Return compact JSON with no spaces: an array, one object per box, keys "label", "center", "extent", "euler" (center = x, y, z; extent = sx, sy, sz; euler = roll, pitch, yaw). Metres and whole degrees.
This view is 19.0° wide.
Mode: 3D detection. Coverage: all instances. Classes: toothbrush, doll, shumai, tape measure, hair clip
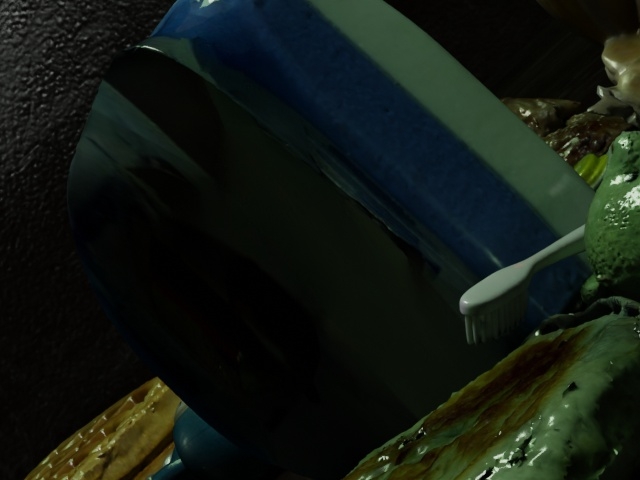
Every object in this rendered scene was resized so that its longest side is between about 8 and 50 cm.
[{"label":"toothbrush","center":[0.157,-0.014,0.947],"extent":[0.020,0.025,0.286],"euler":[14,31,39]},{"label":"doll","center":[-0.070,0.145,1.396],"extent":[0.114,0.085,0.152],"euler":[-23,-17,-26]},{"label":"doll","center":[0.178,-0.029,0.887],"extent":[0.150,0.077,0.115],"euler":[-34,-8,-24]},{"label":"shumai","center":[0.170,-0.071,1.422],"extent":[0.123,0.105,0.139],"euler":[-38,29,5]},{"label":"tape measure","center":[0.002,-0.002,1.017],"extent":[0.138,0.259,0.262],"euler":[-42,-5,-35]},{"label":"hair clip","center":[0.140,-0.005,1.310],"extent":[0.188,0.033,0.060],"euler":[-38,6,18]}]

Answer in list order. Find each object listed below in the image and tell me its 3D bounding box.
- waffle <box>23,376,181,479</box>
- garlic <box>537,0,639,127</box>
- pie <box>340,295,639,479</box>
[{"label":"waffle","center":[-0.214,0.237,1.762],"extent":[0.224,0.098,0.327],"euler":[-47,5,-37]},{"label":"garlic","center":[0.195,-0.135,0.942],"extent":[0.207,0.207,0.256],"euler":[-41,-8,14]},{"label":"pie","center":[0.047,0.108,0.754],"extent":[0.240,0.054,0.240],"euler":[-39,4,3]}]
